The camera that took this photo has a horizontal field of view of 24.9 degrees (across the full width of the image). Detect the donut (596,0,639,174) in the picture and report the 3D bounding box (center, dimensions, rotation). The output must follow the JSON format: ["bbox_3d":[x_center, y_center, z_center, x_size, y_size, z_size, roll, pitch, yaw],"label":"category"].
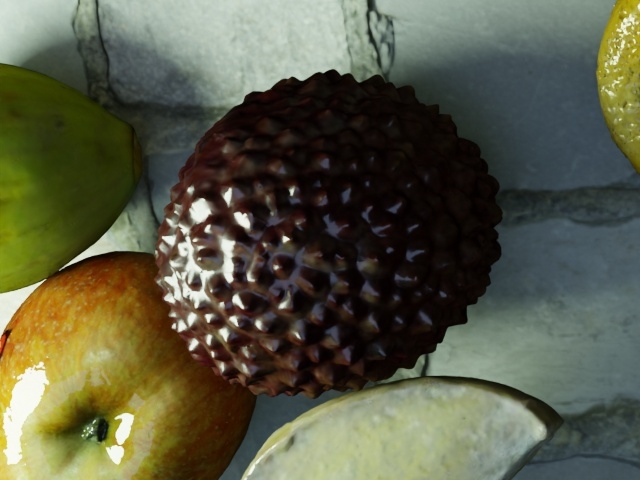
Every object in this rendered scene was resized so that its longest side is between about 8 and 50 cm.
[{"bbox_3d":[0.358,-0.134,1.225,0.277,0.108,0.278,16,125,25],"label":"donut"}]

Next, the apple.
[{"bbox_3d":[-0.214,0.174,1.483,0.277,0.250,0.309,13,120,11],"label":"apple"}]

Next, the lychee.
[{"bbox_3d":[0.000,0.000,1.328,0.330,0.306,0.306,1,110,20],"label":"lychee"}]

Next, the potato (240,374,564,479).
[{"bbox_3d":[0.084,0.196,1.386,0.189,0.211,0.264,43,103,13],"label":"potato"}]

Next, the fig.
[{"bbox_3d":[-0.311,-0.071,1.453,0.271,0.239,0.239,-14,108,-14],"label":"fig"}]
